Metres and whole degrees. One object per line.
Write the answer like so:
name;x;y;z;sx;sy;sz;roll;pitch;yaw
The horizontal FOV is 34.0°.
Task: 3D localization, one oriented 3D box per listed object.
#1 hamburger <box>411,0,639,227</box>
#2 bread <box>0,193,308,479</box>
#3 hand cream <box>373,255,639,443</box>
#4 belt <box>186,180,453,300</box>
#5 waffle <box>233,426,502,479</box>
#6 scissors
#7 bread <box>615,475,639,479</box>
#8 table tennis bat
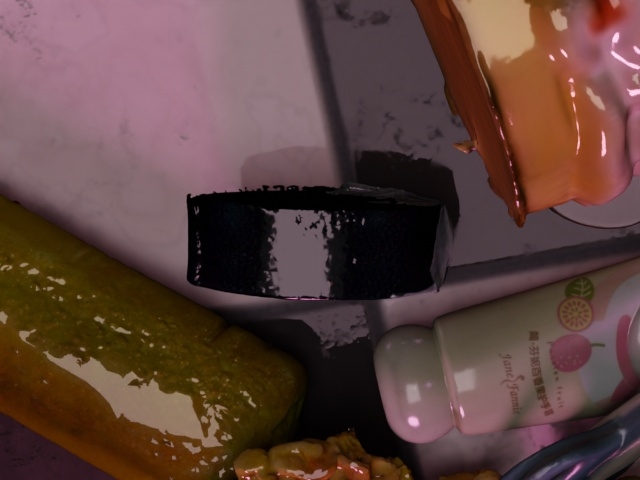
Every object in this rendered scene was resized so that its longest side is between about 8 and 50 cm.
hamburger;0.174;-0.167;0.668;0.236;0.276;0.276;-24;98;4
bread;-0.193;0.095;0.857;0.383;0.112;0.166;29;106;3
hand cream;0.195;0.084;0.808;0.305;0.093;0.147;-13;103;2
belt;0.000;0.000;0.785;0.198;0.151;0.078;1;99;0
waffle;0.028;0.237;0.831;0.249;0.056;0.253;-35;121;11
scissors;0.251;0.119;0.754;0.289;0.138;0.041;-44;53;23
bread;0.218;0.294;0.806;0.106;0.140;0.236;24;118;23
table tennis bat;0.193;-0.062;0.805;0.158;0.014;0.095;13;106;4
